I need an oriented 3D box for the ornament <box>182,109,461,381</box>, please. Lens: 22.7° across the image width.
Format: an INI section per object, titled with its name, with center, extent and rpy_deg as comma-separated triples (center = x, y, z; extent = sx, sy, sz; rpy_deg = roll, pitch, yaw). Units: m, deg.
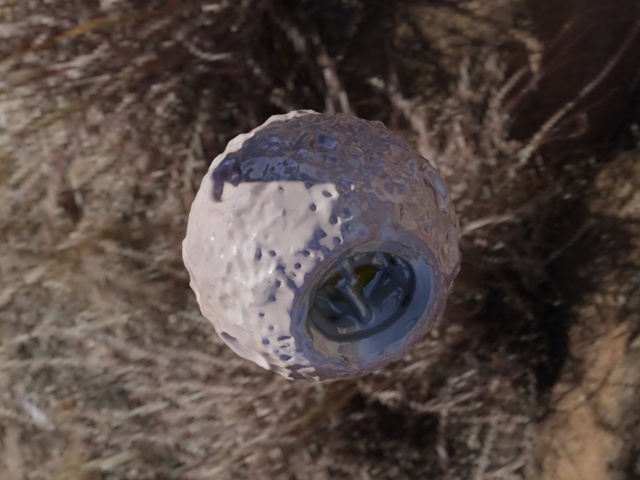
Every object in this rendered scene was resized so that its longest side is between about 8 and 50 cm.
[ornament]
center = 0.000, 0.000, 1.490
extent = 0.225, 0.259, 0.259
rpy_deg = 51, 134, 49
